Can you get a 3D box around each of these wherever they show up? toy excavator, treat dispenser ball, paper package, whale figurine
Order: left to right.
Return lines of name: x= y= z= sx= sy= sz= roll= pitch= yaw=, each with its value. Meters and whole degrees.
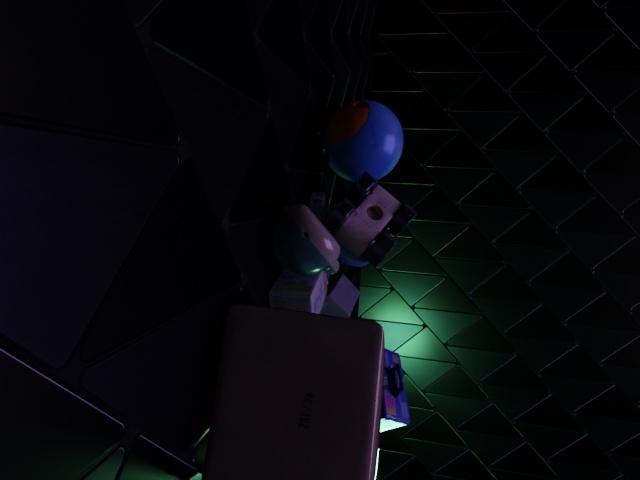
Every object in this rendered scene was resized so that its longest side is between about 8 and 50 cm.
paper package: x=-0.037 y=0.300 z=0.821 sx=0.168 sy=0.309 sz=0.325 roll=52 pitch=45 yaw=-76
whale figurine: x=-0.045 y=0.013 z=1.110 sx=0.141 sy=0.216 sz=0.272 roll=-40 pitch=176 yaw=-4
treat dispenser ball: x=0.150 y=-0.350 z=1.535 sx=0.288 sy=0.288 sz=0.288 roll=4 pitch=90 yaw=-78
toy excavator: x=0.154 y=-0.050 z=1.562 sx=0.433 sy=0.222 sz=0.445 roll=-49 pitch=177 yaw=-31

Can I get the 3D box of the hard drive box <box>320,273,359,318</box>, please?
hard drive box: x=0.018 y=0.220 z=1.358 sx=0.181 sy=0.089 sz=0.232 roll=-42 pitch=-179 yaw=16

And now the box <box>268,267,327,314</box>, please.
box: x=-0.054 y=0.140 z=1.159 sx=0.203 sy=0.114 sz=0.103 roll=-61 pitch=151 yaw=-64

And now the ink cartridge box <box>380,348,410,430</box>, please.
ink cartridge box: x=0.177 y=0.582 z=1.649 sx=0.151 sy=0.395 sz=0.270 roll=29 pitch=43 yaw=-36

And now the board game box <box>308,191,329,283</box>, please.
board game box: x=0.000 y=0.000 z=1.516 sx=0.305 sy=0.053 sz=0.193 roll=77 pitch=20 yaw=-55
